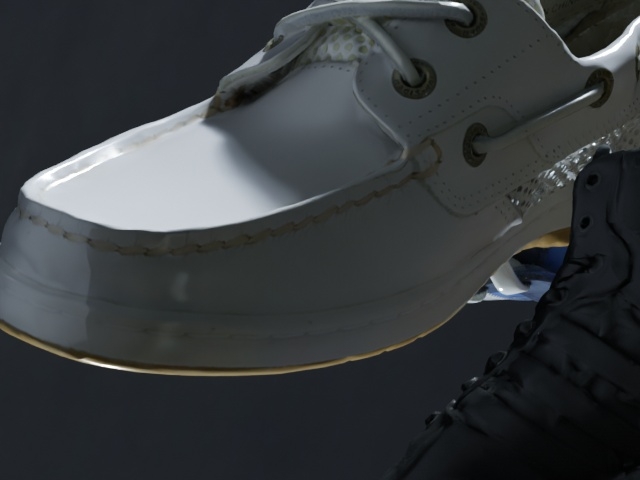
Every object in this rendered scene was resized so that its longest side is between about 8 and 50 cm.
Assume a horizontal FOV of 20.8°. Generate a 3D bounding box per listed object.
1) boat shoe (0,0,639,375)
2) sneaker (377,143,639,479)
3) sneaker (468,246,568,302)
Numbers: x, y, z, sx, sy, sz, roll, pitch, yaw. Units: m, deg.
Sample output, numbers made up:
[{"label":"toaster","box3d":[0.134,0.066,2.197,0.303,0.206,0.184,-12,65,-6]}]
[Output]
[{"label":"boat shoe","box3d":[0.024,-0.041,0.482,0.277,0.098,0.096,-21,125,-45]},{"label":"sneaker","box3d":[0.068,0.021,0.377,0.051,0.170,0.089,39,37,-51]},{"label":"sneaker","box3d":[0.000,0.000,0.759,0.323,0.236,0.130,7,-62,56]}]
